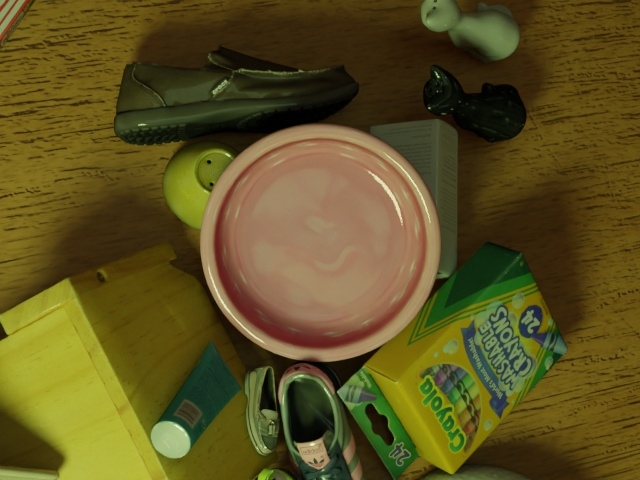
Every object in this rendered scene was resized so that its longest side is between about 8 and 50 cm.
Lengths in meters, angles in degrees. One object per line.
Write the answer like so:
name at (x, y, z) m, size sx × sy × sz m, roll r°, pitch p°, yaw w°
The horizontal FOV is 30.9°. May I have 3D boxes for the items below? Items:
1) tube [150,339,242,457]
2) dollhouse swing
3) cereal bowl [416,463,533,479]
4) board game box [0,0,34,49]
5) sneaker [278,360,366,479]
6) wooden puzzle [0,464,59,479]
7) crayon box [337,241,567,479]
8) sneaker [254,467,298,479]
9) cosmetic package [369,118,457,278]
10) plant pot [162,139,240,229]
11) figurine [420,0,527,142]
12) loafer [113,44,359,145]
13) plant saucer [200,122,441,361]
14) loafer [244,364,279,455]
tube at (-0.156, 0.207, 1.507) m, size 0.052 × 0.207 × 0.080 m, roll -21°, pitch 103°, yaw 23°
dollhouse swing at (-0.310, 0.244, 1.589) m, size 0.315 × 0.305 × 0.347 m, roll -24°, pitch 85°, yaw -58°
cereal bowl at (0.237, 0.488, 1.640) m, size 0.339 × 0.141 × 0.339 m, roll 2°, pitch 81°, yaw -13°
board game box at (-0.480, -0.381, 1.665) m, size 0.147 × 0.045 × 0.193 m, roll 31°, pitch 74°, yaw -7°
sneaker at (0.002, 0.321, 1.596) m, size 0.112 × 0.131 × 0.319 m, roll -19°, pitch 77°, yaw 8°
wooden puzzle at (-0.461, 0.364, 1.418) m, size 0.221 × 0.044 × 0.238 m, roll 16°, pitch 115°, yaw -39°
crayon box at (0.199, 0.185, 1.664) m, size 0.323 × 0.083 × 0.203 m, roll -43°, pitch 123°, yaw -18°
sneaker at (-0.098, 0.413, 1.561) m, size 0.084 × 0.097 × 0.234 m, roll 16°, pitch 96°, yaw 31°
cosmetic package at (0.138, -0.058, 1.718) m, size 0.117 × 0.085 × 0.231 m, roll -3°, pitch 80°, yaw 29°
plant pot at (-0.155, -0.089, 1.668) m, size 0.134 × 0.095 × 0.134 m, roll 3°, pitch 79°, yaw -14°
figurine at (0.218, -0.271, 1.743) m, size 0.209 × 0.092 × 0.215 m, roll 10°, pitch 74°, yaw -50°
loafer at (-0.122, -0.228, 1.681) m, size 0.366 × 0.134 × 0.130 m, roll -7°, pitch 82°, yaw -15°
plant saucer at (0.000, 0.000, 1.615) m, size 0.332 × 0.084 × 0.332 m, roll 0°, pitch 100°, yaw -1°
loafer at (-0.077, 0.232, 1.601) m, size 0.045 × 0.039 × 0.125 m, roll 21°, pitch 50°, yaw -46°
